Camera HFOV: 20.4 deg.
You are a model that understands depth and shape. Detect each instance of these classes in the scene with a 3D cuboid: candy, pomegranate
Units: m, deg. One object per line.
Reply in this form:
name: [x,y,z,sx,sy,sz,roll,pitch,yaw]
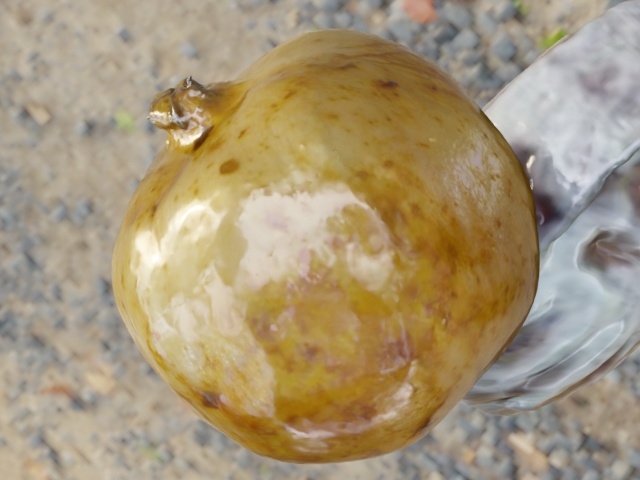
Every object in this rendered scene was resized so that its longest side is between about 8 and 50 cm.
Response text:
candy: [0.165,-0.014,1.136,0.157,0.214,0.289,48,110,27]
pomegranate: [0.000,0.000,0.960,0.248,0.248,0.248,23,137,23]
